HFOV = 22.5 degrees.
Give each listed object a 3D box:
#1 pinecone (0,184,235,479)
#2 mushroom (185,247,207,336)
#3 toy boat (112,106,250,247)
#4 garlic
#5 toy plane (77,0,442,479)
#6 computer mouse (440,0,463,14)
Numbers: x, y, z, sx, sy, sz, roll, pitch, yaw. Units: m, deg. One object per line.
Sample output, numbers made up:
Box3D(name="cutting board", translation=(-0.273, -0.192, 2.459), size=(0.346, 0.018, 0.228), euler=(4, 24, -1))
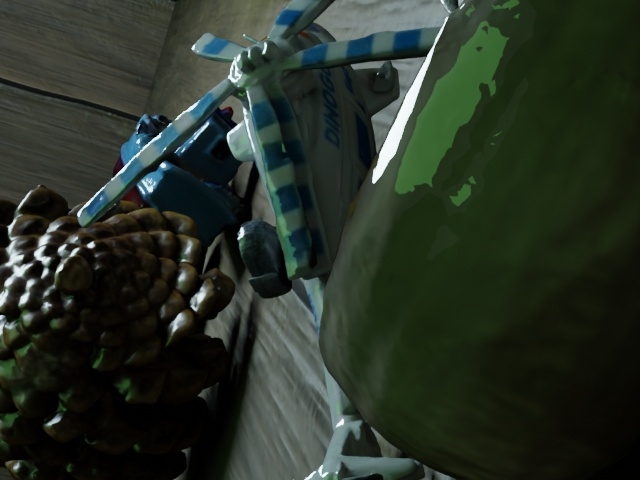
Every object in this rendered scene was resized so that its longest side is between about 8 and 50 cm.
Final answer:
Box3D(name="pinecone", translation=(-0.151, 0.081, 1.026), size=(0.185, 0.169, 0.212), euler=(41, 128, 29))
Box3D(name="mushroom", translation=(-0.123, 0.045, 1.231), size=(0.127, 0.087, 0.127), euler=(-60, -11, -20))
Box3D(name="toy boat", translation=(-0.093, -0.058, 1.161), size=(0.097, 0.100, 0.223), euler=(-48, 14, 6))
Box3D(name="garlic", translation=(0.054, -0.012, 0.370), size=(0.101, 0.087, 0.195), euler=(-67, -3, -59))
Box3D(name="toy plane", translation=(0.010, -0.003, 0.651), size=(0.182, 0.107, 0.273), euler=(-34, 47, 1))
Box3D(name="computer mouse", translation=(0.094, -0.167, 0.452), size=(0.126, 0.056, 0.245), euler=(-159, 82, -77))
